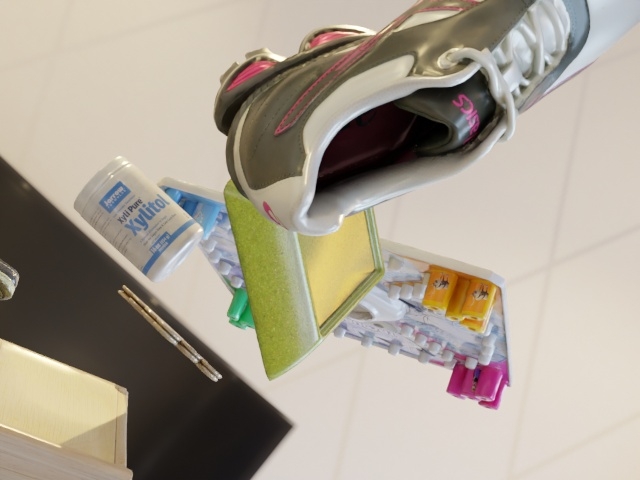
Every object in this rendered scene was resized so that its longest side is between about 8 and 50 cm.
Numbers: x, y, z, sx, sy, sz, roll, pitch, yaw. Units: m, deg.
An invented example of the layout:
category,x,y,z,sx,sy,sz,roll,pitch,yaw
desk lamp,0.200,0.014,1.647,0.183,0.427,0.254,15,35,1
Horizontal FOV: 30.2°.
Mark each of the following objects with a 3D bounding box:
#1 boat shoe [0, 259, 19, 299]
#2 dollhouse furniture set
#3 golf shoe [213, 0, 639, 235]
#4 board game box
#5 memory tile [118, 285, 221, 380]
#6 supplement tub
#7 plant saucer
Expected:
category,x,y,z,sx,sy,sz,roll,pitch,yaw
boat shoe,-0.443,-0.008,1.384,0.223,0.073,0.080,25,-33,8
dollhouse furniture set,-0.339,0.331,1.171,0.362,0.394,0.256,24,6,-12
golf shoe,0.081,-0.087,0.573,0.105,0.273,0.120,56,2,-30
board game box,0.027,0.075,1.383,0.390,0.050,0.390,16,-19,17
memory tile,-0.179,0.108,1.392,0.113,0.012,0.148,48,-8,-34
supplement tub,-0.169,-0.019,1.106,0.107,0.071,0.071,42,-20,2
plant saucer,0.000,0.000,1.044,0.045,0.188,0.188,3,-62,30
